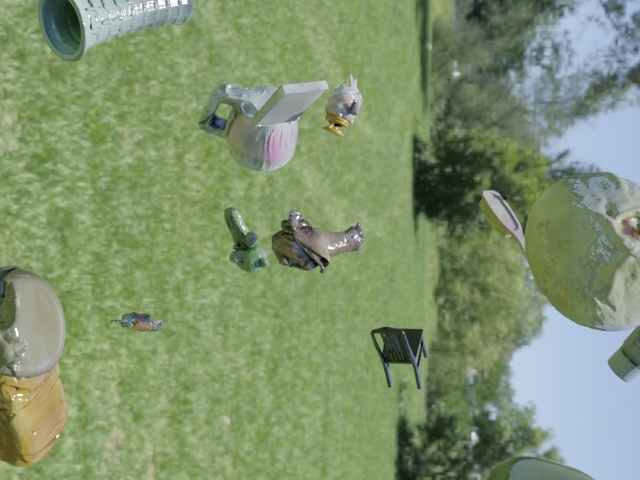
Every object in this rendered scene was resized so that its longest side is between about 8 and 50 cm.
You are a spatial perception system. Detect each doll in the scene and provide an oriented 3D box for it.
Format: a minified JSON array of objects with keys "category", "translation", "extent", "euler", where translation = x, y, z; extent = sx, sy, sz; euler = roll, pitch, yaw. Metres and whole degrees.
[{"category":"doll","translation":[-0.171,0.002,1.901],"extent":[0.115,0.077,0.150],"euler":[-12,-78,65]},{"category":"doll","translation":[0.054,-0.278,1.837],"extent":[0.084,0.073,0.127],"euler":[25,-86,53]}]

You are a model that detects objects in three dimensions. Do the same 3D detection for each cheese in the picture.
[{"category":"cheese","translation":[-0.543,0.145,1.626],"extent":[0.175,0.091,0.202],"euler":[-12,95,-67]}]

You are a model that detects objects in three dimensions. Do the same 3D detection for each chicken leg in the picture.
[{"category":"chicken leg","translation":[0.000,0.007,1.756],"extent":[0.080,0.196,0.125],"euler":[139,-43,-58]}]

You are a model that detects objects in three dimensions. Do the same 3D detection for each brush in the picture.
[{"category":"brush","translation":[0.508,-0.010,2.360],"extent":[0.313,0.072,0.067],"euler":[62,-33,34]}]

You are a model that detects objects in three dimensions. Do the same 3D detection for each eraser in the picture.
[{"category":"eraser","translation":[-0.061,-0.273,1.779],"extent":[0.150,0.104,0.023],"euler":[-34,-108,56]}]

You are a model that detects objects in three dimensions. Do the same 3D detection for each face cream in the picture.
[{"category":"face cream","translation":[0.863,0.231,2.262],"extent":[0.089,0.143,0.314],"euler":[1,134,-55]}]

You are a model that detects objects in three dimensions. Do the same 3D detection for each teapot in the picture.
[{"category":"teapot","translation":[-0.149,-0.283,2.039],"extent":[0.163,0.221,0.178],"euler":[-43,166,-29]}]

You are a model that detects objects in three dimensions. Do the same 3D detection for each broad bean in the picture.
[{"category":"broad bean","translation":[0.370,0.427,1.364],"extent":[0.121,0.263,0.189],"euler":[-48,-165,49]}]

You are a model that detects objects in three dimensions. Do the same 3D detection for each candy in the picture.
[{"category":"candy","translation":[-0.436,0.194,2.145],"extent":[0.182,0.053,0.046],"euler":[31,60,-67]}]

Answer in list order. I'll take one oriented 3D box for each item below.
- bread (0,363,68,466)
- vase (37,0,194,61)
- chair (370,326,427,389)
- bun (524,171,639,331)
[{"category":"bread","translation":[-0.620,0.323,1.862],"extent":[0.167,0.132,0.294],"euler":[-51,154,-49]},{"category":"vase","translation":[-0.393,-0.458,1.775],"extent":[0.299,0.143,0.143],"euler":[-30,128,-43]},{"category":"chair","translation":[0.166,0.213,1.882],"extent":[0.212,0.084,0.101],"euler":[70,26,-43]},{"category":"bun","translation":[0.631,0.005,1.932],"extent":[0.202,0.364,0.364],"euler":[122,-24,-59]}]
